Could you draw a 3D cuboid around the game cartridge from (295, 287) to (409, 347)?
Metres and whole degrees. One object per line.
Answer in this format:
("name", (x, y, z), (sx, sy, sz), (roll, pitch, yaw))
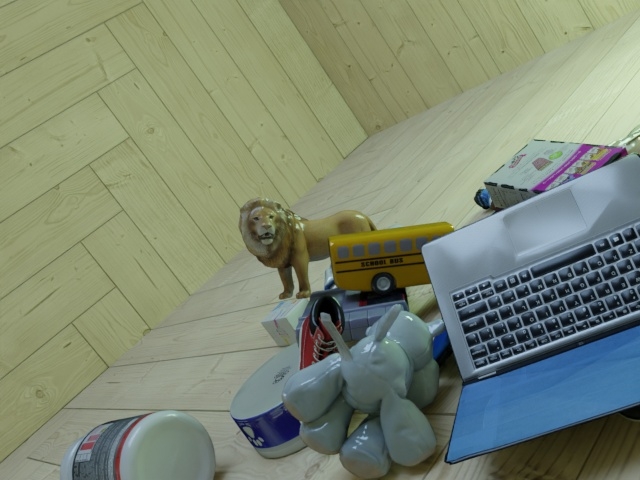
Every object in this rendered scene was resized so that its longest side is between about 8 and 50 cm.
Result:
("game cartridge", (0.078, 0.149, 1.571), (0.230, 0.068, 0.355), (-14, 6, 6))

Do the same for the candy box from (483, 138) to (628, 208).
("candy box", (0.454, -0.118, 1.380), (0.159, 0.071, 0.233), (-39, 27, -15))

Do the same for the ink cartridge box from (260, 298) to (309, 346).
("ink cartridge box", (-0.071, 0.217, 1.909), (0.092, 0.090, 0.143), (-44, 15, -35))

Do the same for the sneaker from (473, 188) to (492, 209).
("sneaker", (0.435, -0.102, 1.840), (0.085, 0.058, 0.152), (-20, 14, 32))

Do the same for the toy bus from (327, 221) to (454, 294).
("toy bus", (0.189, 0.037, 1.546), (0.333, 0.130, 0.108), (-7, 7, -1))

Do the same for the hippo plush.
("hippo plush", (0.081, 0.212, 1.176), (0.235, 0.294, 0.236), (-9, 13, 24))

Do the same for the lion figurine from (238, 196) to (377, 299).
("lion figurine", (0.000, 0.000, 1.661), (0.392, 0.240, 0.142), (-11, 2, -32))

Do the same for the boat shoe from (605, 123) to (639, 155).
("boat shoe", (0.646, -0.165, 1.439), (0.302, 0.109, 0.098), (-35, 10, -26))

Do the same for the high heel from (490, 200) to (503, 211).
("high heel", (0.533, -0.098, 1.605), (0.181, 0.127, 0.377), (27, 37, 26))

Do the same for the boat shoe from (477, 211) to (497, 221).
("boat shoe", (0.370, -0.010, 1.652), (0.219, 0.070, 0.078), (-38, 13, -12))

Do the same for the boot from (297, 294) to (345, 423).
("boot", (0.005, 0.229, 1.273), (0.089, 0.244, 0.176), (1, -23, -10))

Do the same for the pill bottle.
("pill bottle", (-0.403, 0.483, 1.523), (0.363, 0.210, 0.210), (-22, 18, 45))

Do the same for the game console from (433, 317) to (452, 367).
("game console", (0.342, 0.109, 1.296), (0.293, 0.173, 0.250), (-59, -6, -39))

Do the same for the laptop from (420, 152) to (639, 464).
("laptop", (0.328, 0.070, 1.004), (0.382, 0.236, 0.407), (-25, 59, 19))

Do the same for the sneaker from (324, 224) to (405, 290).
("sneaker", (0.127, 0.082, 1.855), (0.236, 0.130, 0.323), (-48, 19, -17))

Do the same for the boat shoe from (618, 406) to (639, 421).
("boat shoe", (0.392, 0.197, 0.916), (0.049, 0.042, 0.133), (-36, 14, -17))

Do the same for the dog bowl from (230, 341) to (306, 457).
("dog bowl", (-0.053, 0.316, 1.475), (0.265, 0.104, 0.265), (-33, 13, 8))
